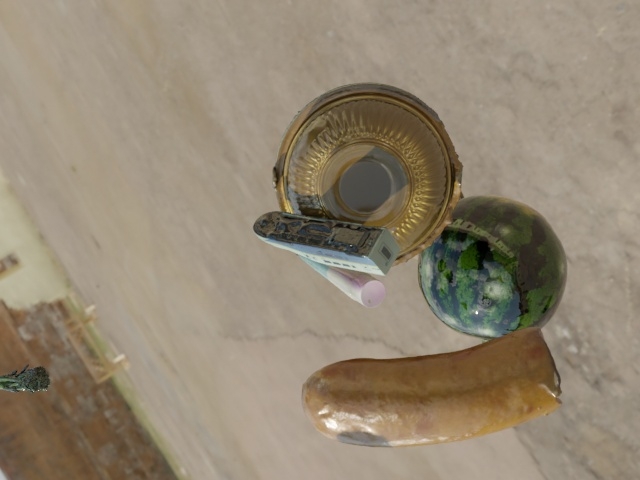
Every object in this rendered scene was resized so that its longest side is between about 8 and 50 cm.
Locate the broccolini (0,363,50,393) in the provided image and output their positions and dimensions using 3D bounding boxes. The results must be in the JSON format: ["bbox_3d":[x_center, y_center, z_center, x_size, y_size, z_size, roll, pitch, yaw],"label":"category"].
[{"bbox_3d":[-0.368,0.168,1.089,0.035,0.140,0.030,-75,-34,-49],"label":"broccolini"}]

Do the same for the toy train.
[{"bbox_3d":[0.000,0.000,1.294,0.234,0.052,0.051,9,149,44],"label":"toy train"}]

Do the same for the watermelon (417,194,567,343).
[{"bbox_3d":[0.289,0.049,1.615,0.269,0.269,0.269,51,163,23],"label":"watermelon"}]

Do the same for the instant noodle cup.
[{"bbox_3d":[0.061,-0.080,1.331,0.274,0.274,0.091,60,-170,-8],"label":"instant noodle cup"}]

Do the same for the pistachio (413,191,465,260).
[{"bbox_3d":[0.217,-0.075,2.135,0.288,0.197,0.166,58,-158,-5],"label":"pistachio"}]

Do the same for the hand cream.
[{"bbox_3d":[0.055,0.081,2.309,0.111,0.070,0.312,15,-172,-31],"label":"hand cream"}]

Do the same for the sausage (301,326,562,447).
[{"bbox_3d":[0.115,0.161,1.007,0.109,0.270,0.109,-8,-90,-85],"label":"sausage"}]
